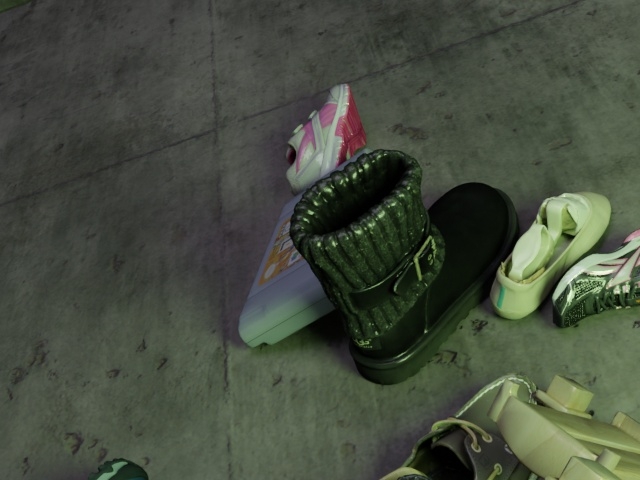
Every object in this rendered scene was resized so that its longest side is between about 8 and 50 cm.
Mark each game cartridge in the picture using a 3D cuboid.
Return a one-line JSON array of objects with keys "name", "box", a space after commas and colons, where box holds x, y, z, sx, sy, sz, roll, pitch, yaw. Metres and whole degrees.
[{"name": "game cartridge", "box": [0.000, 0.000, 1.476, 0.198, 0.062, 0.297, -37, 22, 37]}]

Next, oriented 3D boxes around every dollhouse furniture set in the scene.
[{"name": "dollhouse furniture set", "box": [0.216, 0.249, 0.956, 0.355, 0.303, 0.173, 35, 102, 51]}]

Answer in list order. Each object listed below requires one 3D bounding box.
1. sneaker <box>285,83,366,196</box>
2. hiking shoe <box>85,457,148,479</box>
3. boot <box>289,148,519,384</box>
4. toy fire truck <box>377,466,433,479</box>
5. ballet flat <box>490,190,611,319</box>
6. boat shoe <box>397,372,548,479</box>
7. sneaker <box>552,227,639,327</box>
[{"name": "sneaker", "box": [0.002, -0.159, 1.707, 0.111, 0.103, 0.252, -8, 37, 18]}, {"name": "hiking shoe", "box": [-0.240, 0.371, 1.175, 0.132, 0.113, 0.304, 19, 39, 5]}, {"name": "boot", "box": [0.117, -0.022, 1.325, 0.131, 0.260, 0.348, 8, 46, 36]}, {"name": "toy fire truck", "box": [0.038, 0.341, 0.933, 0.246, 0.158, 0.217, -31, 72, 2]}, {"name": "ballet flat", "box": [0.291, -0.003, 1.360, 0.086, 0.086, 0.248, 12, 47, 39]}, {"name": "boat shoe", "box": [0.140, 0.242, 1.115, 0.109, 0.091, 0.305, 15, 50, 41]}, {"name": "sneaker", "box": [0.354, 0.050, 1.270, 0.178, 0.072, 0.077, -34, 47, -6]}]
